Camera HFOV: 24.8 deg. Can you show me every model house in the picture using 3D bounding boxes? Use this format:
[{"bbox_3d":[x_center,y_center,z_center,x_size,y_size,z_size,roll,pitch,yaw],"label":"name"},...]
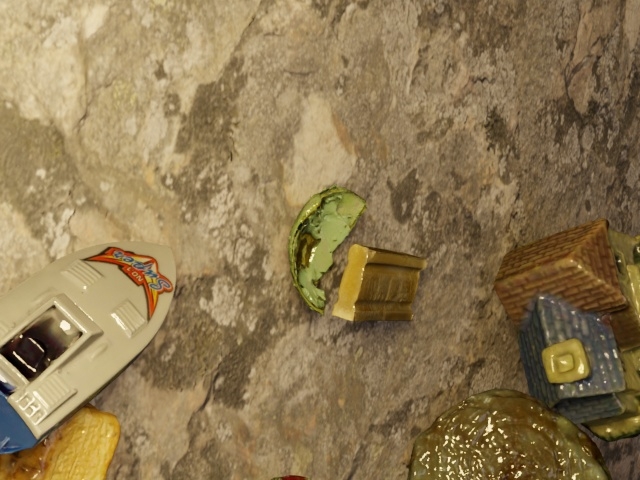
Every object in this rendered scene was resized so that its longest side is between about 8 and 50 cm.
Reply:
[{"bbox_3d":[0.427,0.124,2.217,0.266,0.261,0.321,18,57,-53],"label":"model house"}]

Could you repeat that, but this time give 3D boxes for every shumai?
[{"bbox_3d":[0.269,0.383,2.194,0.263,0.304,0.309,99,-24,-81],"label":"shumai"}]

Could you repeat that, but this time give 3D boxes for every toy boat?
[{"bbox_3d":[-0.228,0.075,1.386,0.088,0.129,0.295,-50,174,40],"label":"toy boat"}]

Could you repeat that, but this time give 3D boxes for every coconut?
[{"bbox_3d":[-0.002,-0.001,1.769,0.158,0.055,0.133,-60,142,-29],"label":"coconut"}]

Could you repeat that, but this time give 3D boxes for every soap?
[{"bbox_3d":[0.079,0.058,1.877,0.252,0.037,0.092,10,95,-70],"label":"soap"}]

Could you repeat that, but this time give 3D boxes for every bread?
[{"bbox_3d":[-0.272,0.250,1.406,0.114,0.083,0.211,30,74,-50],"label":"bread"}]

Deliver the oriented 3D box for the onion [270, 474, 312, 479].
[{"bbox_3d":[-0.030,0.348,1.774,0.117,0.118,0.118,-60,145,-2],"label":"onion"}]
